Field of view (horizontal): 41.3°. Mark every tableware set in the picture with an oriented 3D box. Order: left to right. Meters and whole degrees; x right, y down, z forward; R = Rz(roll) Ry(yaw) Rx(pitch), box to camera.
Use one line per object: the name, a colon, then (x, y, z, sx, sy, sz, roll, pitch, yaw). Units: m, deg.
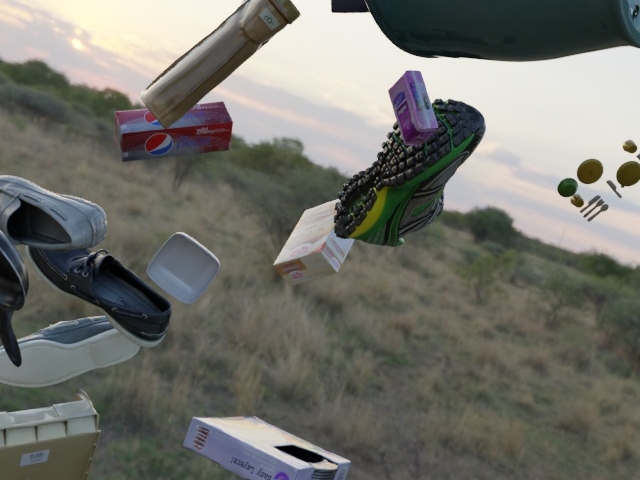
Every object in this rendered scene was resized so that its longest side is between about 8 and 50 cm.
tableware set: (0.497, -0.113, 1.495, 0.104, 0.154, 0.024, 42, 16, -20)

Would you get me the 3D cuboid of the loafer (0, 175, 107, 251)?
loafer: (-0.543, -0.047, 1.545, 0.319, 0.112, 0.111, 10, 22, 20)

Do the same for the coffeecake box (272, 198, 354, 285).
coffeecake box: (0.000, 0.000, 1.837, 0.142, 0.186, 0.068, -17, -58, 39)

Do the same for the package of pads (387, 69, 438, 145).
package of pads: (0.114, -0.165, 1.060, 0.031, 0.083, 0.050, -8, -16, -24)

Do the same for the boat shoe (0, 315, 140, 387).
boat shoe: (-0.555, 0.230, 1.832, 0.319, 0.116, 0.099, -10, 33, -24)

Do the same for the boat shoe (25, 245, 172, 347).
boat shoe: (-0.445, 0.079, 1.739, 0.340, 0.113, 0.127, 41, 40, 1)

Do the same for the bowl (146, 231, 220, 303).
bowl: (-0.312, 0.060, 1.967, 0.142, 0.142, 0.053, 38, 15, -7)

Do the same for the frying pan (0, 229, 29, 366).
frying pan: (-0.516, 0.081, 1.394, 0.197, 0.053, 0.326, 1, -53, 40)

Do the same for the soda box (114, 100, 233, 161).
soda box: (-0.342, -0.255, 1.982, 0.263, 0.092, 0.083, -9, 48, -22)

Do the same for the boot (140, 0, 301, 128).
boot: (-0.168, -0.306, 1.359, 0.089, 0.269, 0.236, 49, 5, -17)

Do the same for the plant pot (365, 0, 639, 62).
plant pot: (0.217, -0.290, 0.798, 0.255, 0.272, 0.271, 23, 6, 41)

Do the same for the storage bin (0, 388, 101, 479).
storage bin: (-0.589, 0.427, 1.650, 0.262, 0.261, 0.123, -1, 29, -40)

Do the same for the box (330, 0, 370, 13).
box: (0.155, -0.642, 1.739, 0.178, 0.344, 0.312, 5, 15, 22)

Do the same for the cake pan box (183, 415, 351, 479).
cake pan box: (-0.098, 0.424, 1.677, 0.266, 0.070, 0.245, 19, 0, 29)

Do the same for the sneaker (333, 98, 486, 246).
sneaker: (0.164, -0.108, 1.428, 0.146, 0.134, 0.343, 15, -37, -27)
